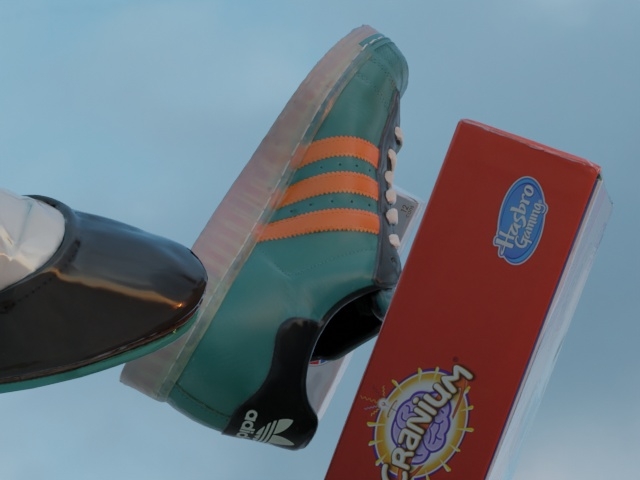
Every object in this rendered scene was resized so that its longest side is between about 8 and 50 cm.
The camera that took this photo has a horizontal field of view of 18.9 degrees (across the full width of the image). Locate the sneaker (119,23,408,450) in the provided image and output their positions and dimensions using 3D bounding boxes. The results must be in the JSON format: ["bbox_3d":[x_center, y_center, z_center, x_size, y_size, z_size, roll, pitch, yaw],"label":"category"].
[{"bbox_3d":[0.000,0.000,1.130,0.121,0.302,0.108,31,-36,0],"label":"sneaker"}]

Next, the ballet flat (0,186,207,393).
[{"bbox_3d":[-0.187,0.020,0.766,0.280,0.095,0.096,-12,-55,-4],"label":"ballet flat"}]

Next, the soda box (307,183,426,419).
[{"bbox_3d":[0.012,0.049,1.636,0.069,0.074,0.216,27,-84,7],"label":"soda box"}]

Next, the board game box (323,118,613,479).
[{"bbox_3d":[0.051,0.111,0.900,0.064,0.316,0.242,21,1,10],"label":"board game box"}]
